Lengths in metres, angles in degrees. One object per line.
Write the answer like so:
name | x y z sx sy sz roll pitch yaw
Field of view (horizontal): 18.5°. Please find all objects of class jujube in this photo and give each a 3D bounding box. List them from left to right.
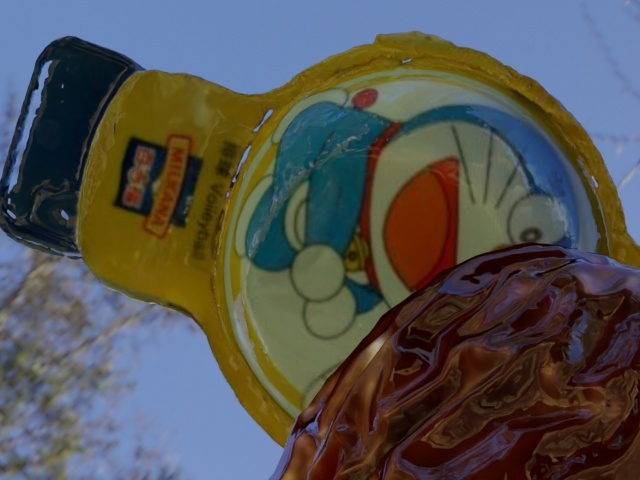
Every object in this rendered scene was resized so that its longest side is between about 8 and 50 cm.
jujube | 0.071 0.120 0.570 0.213 0.213 0.232 17 -86 14

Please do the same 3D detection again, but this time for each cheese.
cheese | 0.000 0.000 0.757 0.270 0.069 0.177 19 -82 17
